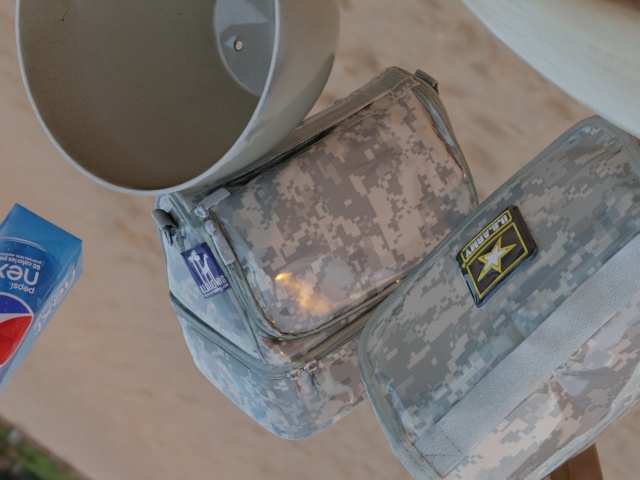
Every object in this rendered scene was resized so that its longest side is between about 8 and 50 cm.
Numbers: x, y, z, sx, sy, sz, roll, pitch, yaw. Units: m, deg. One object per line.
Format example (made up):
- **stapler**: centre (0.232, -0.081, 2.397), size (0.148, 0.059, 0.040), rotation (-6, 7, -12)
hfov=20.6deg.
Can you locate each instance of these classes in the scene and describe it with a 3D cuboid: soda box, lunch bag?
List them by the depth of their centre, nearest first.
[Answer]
- **lunch bag**: centre (0.159, 0.042, 1.140), size (0.169, 0.235, 0.287), rotation (48, -166, 8)
- **soda box**: centre (-0.273, 0.079, 1.416), size (0.067, 0.210, 0.071), rotation (29, 156, 4)
- **lunch bag**: centre (0.000, 0.000, 1.663), size (0.212, 0.305, 0.256), rotation (35, 149, 48)

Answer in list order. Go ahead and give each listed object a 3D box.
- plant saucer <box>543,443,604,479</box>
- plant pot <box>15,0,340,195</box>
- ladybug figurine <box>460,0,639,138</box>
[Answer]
- **plant saucer**: centre (0.226, 0.213, 1.687), size (0.041, 0.278, 0.278), rotation (-14, 148, 17)
- **plant pot**: centre (-0.092, -0.184, 1.498), size (0.284, 0.284, 0.191), rotation (29, -160, 30)
- **ladybug figurine**: centre (0.200, -0.171, 0.628), size (0.449, 0.162, 0.305), rotation (32, 126, 36)
